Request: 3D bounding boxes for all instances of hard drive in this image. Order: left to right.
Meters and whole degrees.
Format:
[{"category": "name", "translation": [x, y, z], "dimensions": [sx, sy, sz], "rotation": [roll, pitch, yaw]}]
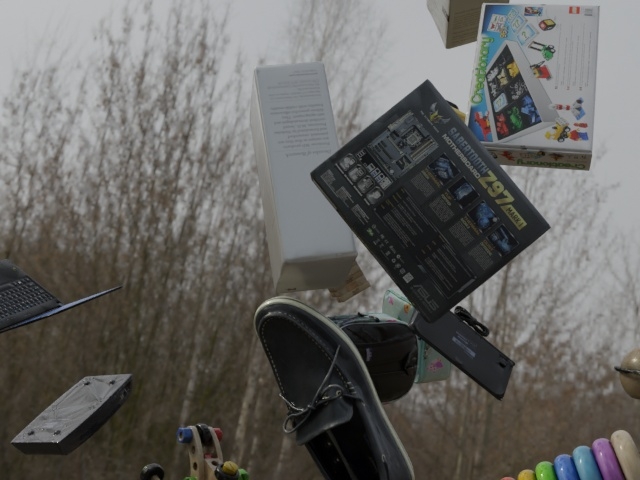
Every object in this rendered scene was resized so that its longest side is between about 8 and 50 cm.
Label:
[{"category": "hard drive", "translation": [-0.542, 0.388, 1.862], "dimensions": [0.172, 0.254, 0.054], "rotation": [-9, -69, 31]}]

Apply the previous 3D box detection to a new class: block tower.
[{"category": "block tower", "translation": [0.000, 0.000, 2.202], "dimensions": [0.097, 0.335, 0.091], "rotation": [-30, 0, -13]}]

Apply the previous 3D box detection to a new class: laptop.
[{"category": "laptop", "translation": [-0.584, 0.090, 1.671], "dimensions": [0.264, 0.136, 0.234], "rotation": [36, 18, 10]}]

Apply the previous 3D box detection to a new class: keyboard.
[{"category": "keyboard", "translation": [0.212, 0.150, 1.244], "dimensions": [0.180, 0.108, 0.023], "rotation": [39, -43, -7]}]

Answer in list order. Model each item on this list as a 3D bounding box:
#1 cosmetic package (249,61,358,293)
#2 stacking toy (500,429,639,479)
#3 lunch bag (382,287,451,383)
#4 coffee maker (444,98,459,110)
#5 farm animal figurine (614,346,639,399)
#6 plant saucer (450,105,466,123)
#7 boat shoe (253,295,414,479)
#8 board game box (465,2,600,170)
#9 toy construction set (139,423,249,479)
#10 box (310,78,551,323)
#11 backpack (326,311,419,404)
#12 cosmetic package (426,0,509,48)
[{"category": "cosmetic package", "translation": [-0.046, -0.135, 1.829], "dimensions": [0.162, 0.453, 0.230], "rotation": [-6, -18, -9]}, {"category": "stacking toy", "translation": [0.398, 0.444, 1.452], "dimensions": [0.330, 0.141, 0.141], "rotation": [-21, -28, 12]}, {"category": "lunch bag", "translation": [0.252, 0.255, 2.234], "dimensions": [0.108, 0.224, 0.279], "rotation": [1, 12, -18]}, {"category": "coffee maker", "translation": [0.325, -0.301, 2.372], "dimensions": [0.171, 0.178, 0.120], "rotation": [36, -28, -17]}, {"category": "farm animal figurine", "translation": [0.607, 0.260, 1.370], "dimensions": [0.327, 0.330, 0.172], "rotation": [31, -14, -24]}, {"category": "plant saucer", "translation": [0.271, -0.199, 2.139], "dimensions": [0.333, 0.333, 0.081], "rotation": [37, -22, 37]}, {"category": "boat shoe", "translation": [0.017, 0.337, 1.696], "dimensions": [0.187, 0.500, 0.156], "rotation": [-32, -3, 27]}, {"category": "board game box", "translation": [0.340, -0.253, 1.336], "dimensions": [0.193, 0.305, 0.053], "rotation": [6, -29, 14]}, {"category": "toy construction set", "translation": [-0.252, 0.617, 2.016], "dimensions": [0.237, 0.257, 0.309], "rotation": [29, -9, 45]}, {"category": "box", "translation": [0.128, -0.046, 0.998], "dimensions": [0.232, 0.183, 0.059], "rotation": [51, -2, 3]}, {"category": "backpack", "translation": [0.100, 0.276, 1.958], "dimensions": [0.254, 0.225, 0.191], "rotation": [-3, 10, -26]}, {"category": "cosmetic package", "translation": [0.342, -0.574, 1.941], "dimensions": [0.152, 0.151, 0.183], "rotation": [-16, -28, -3]}]
